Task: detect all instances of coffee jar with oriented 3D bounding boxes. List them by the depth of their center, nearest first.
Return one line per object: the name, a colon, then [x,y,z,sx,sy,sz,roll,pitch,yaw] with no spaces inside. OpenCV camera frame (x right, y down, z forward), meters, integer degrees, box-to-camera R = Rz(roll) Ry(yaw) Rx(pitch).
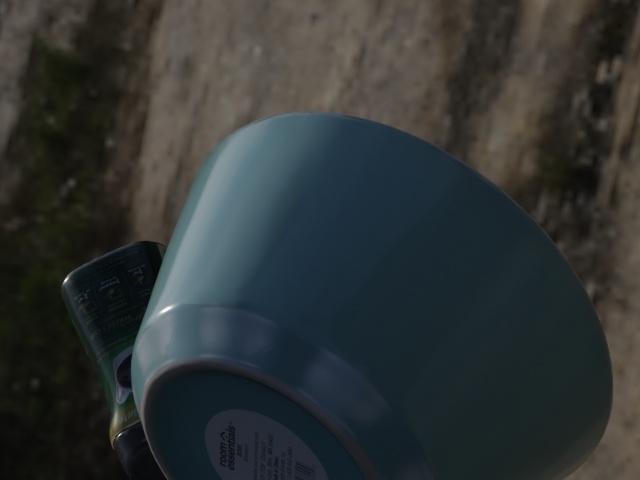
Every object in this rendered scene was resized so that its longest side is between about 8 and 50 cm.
coffee jar: [-0.131,0.098,1.530,0.079,0.096,0.184,60,-173,-61]

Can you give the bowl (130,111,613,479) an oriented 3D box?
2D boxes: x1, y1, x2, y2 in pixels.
bowl: [0.007,0.092,1.217,0.163,0.311,0.311,-49,3,-40]
